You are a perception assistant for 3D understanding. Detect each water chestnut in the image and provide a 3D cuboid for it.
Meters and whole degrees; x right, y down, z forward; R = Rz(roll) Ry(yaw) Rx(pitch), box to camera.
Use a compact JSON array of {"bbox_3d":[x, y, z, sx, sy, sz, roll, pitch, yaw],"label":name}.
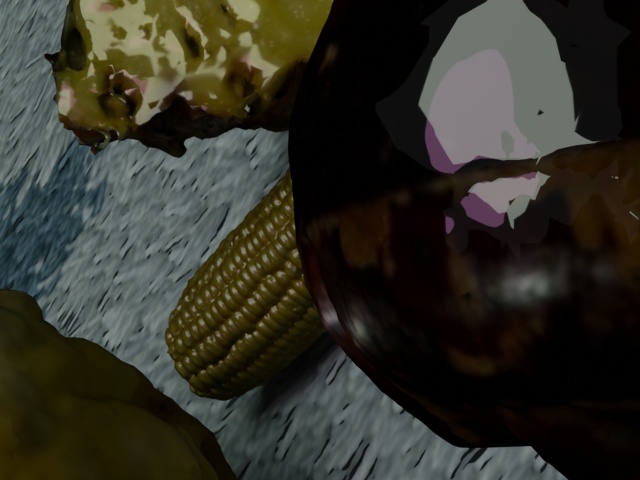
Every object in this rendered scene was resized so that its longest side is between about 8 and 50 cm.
[{"bbox_3d":[0.131,-0.002,0.564,0.300,0.300,0.300,-36,41,38],"label":"water chestnut"}]

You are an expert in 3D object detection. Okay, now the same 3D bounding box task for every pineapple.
[{"bbox_3d":[0.023,-0.173,0.977,0.286,0.209,0.344,3,73,9],"label":"pineapple"}]

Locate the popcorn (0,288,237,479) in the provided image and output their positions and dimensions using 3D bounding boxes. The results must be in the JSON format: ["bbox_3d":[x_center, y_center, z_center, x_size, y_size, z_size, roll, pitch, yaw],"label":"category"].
[{"bbox_3d":[-0.219,0.197,0.837,0.354,0.344,0.390,-42,81,19],"label":"popcorn"}]

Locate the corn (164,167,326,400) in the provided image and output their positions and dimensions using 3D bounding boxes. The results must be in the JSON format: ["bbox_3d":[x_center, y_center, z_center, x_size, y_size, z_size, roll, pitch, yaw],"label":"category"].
[{"bbox_3d":[0.000,0.000,0.921,0.238,0.080,0.080,-46,35,32],"label":"corn"}]
